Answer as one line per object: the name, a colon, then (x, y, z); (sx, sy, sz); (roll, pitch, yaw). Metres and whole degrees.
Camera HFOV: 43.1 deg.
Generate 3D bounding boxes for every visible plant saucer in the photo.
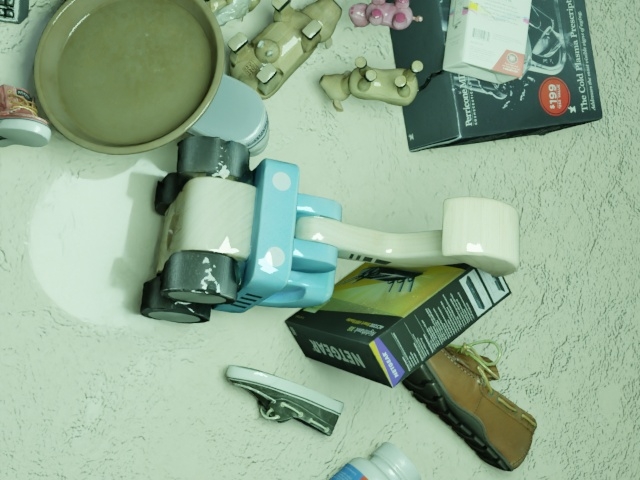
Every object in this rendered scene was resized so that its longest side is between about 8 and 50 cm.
plant saucer: (-0.270, -0.250, 1.157); (0.277, 0.041, 0.278); (-1, 77, 6)

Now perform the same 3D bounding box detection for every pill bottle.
pill bottle: (0.059, 0.442, 1.351); (0.221, 0.124, 0.124); (-39, 103, -20)

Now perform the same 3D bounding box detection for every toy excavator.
toy excavator: (0.000, 0.000, 1.171); (0.445, 0.433, 0.222); (9, 72, -20)

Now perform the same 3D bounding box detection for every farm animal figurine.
farm animal figurine: (-0.014, -0.325, 1.327); (0.326, 0.172, 0.330); (-27, 85, -3)

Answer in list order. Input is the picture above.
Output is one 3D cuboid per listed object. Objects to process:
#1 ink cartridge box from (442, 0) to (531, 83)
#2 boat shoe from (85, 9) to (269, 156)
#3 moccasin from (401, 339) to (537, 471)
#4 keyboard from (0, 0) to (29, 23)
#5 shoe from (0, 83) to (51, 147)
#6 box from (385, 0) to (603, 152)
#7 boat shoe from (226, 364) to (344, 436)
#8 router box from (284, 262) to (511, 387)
ink cartridge box: (0.273, -0.366, 1.312); (0.115, 0.067, 0.198); (10, 86, -21)
boat shoe: (-0.230, -0.238, 1.253); (0.367, 0.156, 0.136); (29, 81, 10)
moccasin: (0.258, 0.251, 1.435); (0.380, 0.139, 0.147); (44, 72, -16)
keyboard: (-0.511, -0.481, 1.149); (0.201, 0.033, 0.317); (1, 101, -26)
shoe: (-0.428, -0.180, 1.143); (0.063, 0.178, 0.081); (28, 73, -43)
box: (0.307, -0.353, 1.458); (0.312, 0.179, 0.343); (-11, 92, -22)
boat shoe: (-0.061, 0.265, 1.331); (0.219, 0.077, 0.070); (26, 77, -22)
router box: (0.111, 0.107, 1.286); (0.243, 0.309, 0.081); (-35, 105, -21)
